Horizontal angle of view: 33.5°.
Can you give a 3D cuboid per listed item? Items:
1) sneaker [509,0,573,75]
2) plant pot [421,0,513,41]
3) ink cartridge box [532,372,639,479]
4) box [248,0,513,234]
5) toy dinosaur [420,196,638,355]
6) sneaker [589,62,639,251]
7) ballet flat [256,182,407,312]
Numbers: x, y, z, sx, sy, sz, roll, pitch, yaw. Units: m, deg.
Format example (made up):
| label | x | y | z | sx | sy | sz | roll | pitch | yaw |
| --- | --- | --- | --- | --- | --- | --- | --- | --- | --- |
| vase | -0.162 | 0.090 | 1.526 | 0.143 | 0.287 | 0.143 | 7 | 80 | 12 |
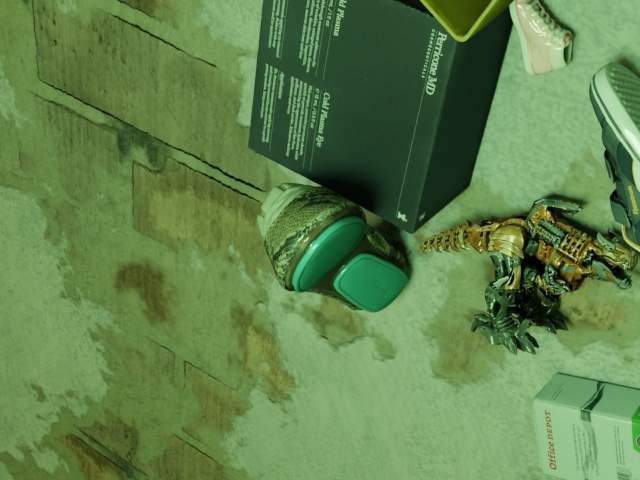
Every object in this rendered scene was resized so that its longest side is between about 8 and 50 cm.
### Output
| label | x | y | z | sx | sy | sz | roll | pitch | yaw |
| --- | --- | --- | --- | --- | --- | --- | --- | --- | --- |
| sneaker | 0.301 | -0.288 | 1.424 | 0.070 | 0.051 | 0.134 | 0 | 119 | 39 |
| plant pot | 0.213 | -0.410 | 1.313 | 0.212 | 0.187 | 0.212 | 50 | 137 | 11 |
| ink cartridge box | 0.446 | 0.305 | 1.647 | 0.208 | 0.087 | 0.153 | 9 | 122 | 36 |
| box | 0.080 | -0.241 | 1.549 | 0.312 | 0.179 | 0.343 | 30 | 133 | 23 |
| toy dinosaur | 0.309 | 0.036 | 1.588 | 0.322 | 0.164 | 0.218 | 22 | 116 | 53 |
| sneaker | 0.429 | -0.074 | 1.393 | 0.127 | 0.126 | 0.321 | -35 | 93 | 41 |
| ballet flat | 0.000 | 0.000 | 1.624 | 0.164 | 0.483 | 0.182 | -46 | 70 | 4 |
